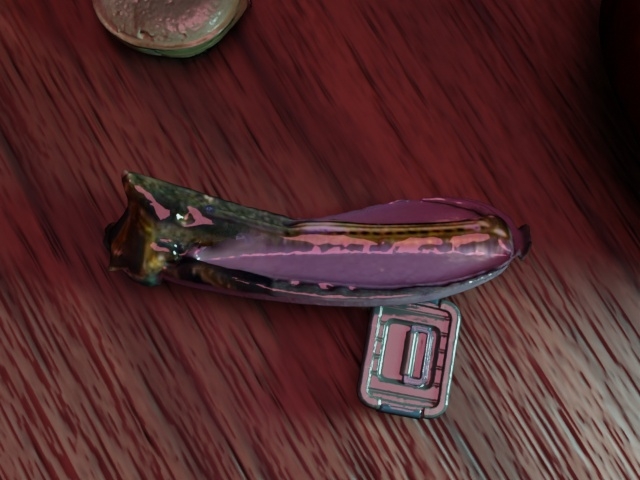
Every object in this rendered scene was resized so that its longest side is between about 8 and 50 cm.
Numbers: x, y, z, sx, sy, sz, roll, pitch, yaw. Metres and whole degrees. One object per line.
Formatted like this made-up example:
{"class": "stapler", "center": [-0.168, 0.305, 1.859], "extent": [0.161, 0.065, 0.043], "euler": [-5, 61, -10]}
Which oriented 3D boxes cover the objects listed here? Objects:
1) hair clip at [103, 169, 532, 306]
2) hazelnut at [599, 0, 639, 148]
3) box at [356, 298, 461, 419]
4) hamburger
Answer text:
{"class": "hair clip", "center": [0.000, 0.001, 0.736], "extent": [0.358, 0.110, 0.096], "euler": [5, 93, -6]}
{"class": "hazelnut", "center": [0.419, -0.154, 0.677], "extent": [0.402, 0.402, 0.429], "euler": [-38, 88, -11]}
{"class": "box", "center": [0.070, 0.095, 0.741], "extent": [0.074, 0.054, 0.099], "euler": [11, 77, 0]}
{"class": "hamburger", "center": [-0.129, -0.225, 0.796], "extent": [0.133, 0.062, 0.140], "euler": [19, 79, 4]}
